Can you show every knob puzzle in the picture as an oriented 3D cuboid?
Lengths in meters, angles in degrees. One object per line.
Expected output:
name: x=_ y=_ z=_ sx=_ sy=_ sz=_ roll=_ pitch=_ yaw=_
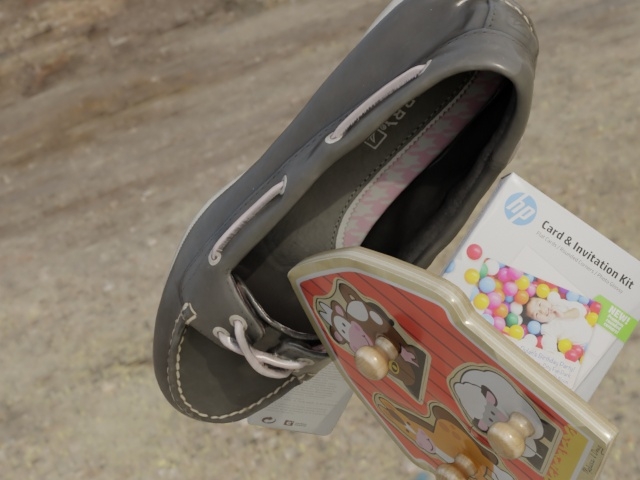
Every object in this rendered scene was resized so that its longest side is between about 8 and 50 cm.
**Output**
knob puzzle: x=0.050 y=0.078 z=0.639 sx=0.030 sy=0.213 sz=0.213 roll=-41 pitch=28 yaw=-22

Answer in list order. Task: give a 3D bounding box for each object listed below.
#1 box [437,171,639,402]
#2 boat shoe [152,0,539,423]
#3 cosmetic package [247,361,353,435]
box: x=0.149 y=0.066 z=0.950 sx=0.186 sy=0.145 sz=0.038 roll=-55 pitch=3 yaw=-9
boat shoe: x=0.000 y=0.000 z=0.703 sx=0.335 sy=0.112 sz=0.095 roll=-53 pitch=22 yaw=26
cosmetic package: x=0.001 y=0.059 z=1.059 sx=0.086 sy=0.231 sz=0.117 roll=10 pitch=54 yaw=-12
